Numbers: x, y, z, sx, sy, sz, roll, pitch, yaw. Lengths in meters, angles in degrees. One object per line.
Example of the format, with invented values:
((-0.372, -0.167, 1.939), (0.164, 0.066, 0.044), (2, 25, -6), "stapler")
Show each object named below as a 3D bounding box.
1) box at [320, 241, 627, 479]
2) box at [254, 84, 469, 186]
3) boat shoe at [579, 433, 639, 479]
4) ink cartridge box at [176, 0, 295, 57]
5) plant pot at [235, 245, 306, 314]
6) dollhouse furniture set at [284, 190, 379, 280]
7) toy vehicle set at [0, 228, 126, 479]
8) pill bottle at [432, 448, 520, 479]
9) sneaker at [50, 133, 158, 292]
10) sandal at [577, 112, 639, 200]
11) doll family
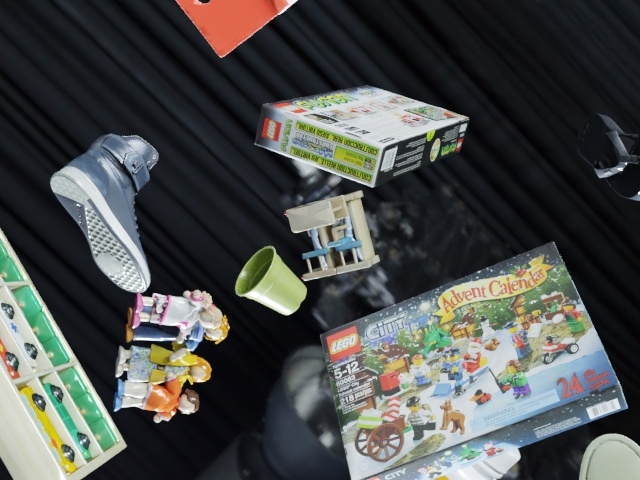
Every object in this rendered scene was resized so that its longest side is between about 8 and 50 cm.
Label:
((0.124, 0.112, 0.851), (0.233, 0.044, 0.159), (-23, -133, 10), "box")
((0.044, -0.098, 0.863), (0.207, 0.114, 0.036), (-25, 132, -59), "box")
((0.450, 0.434, 1.353), (0.127, 0.340, 0.113), (-25, 168, 13), "boat shoe")
((-0.066, -0.337, 1.023), (0.232, 0.189, 0.066), (-40, -170, -9), "ink cartridge box")
((-0.064, 0.064, 1.376), (0.083, 0.079, 0.083), (-40, -154, 25), "plant pot")
((0.000, 0.000, 1.633), (0.129, 0.129, 0.183), (-13, -176, 20), "dollhouse furniture set")
((-0.264, 0.081, 0.814), (0.035, 0.267, 0.166), (-31, 178, 2), "toy vehicle set")
((0.107, 0.270, 1.038), (0.215, 0.117, 0.117), (-45, -168, 10), "pill bottle")
((-0.282, -0.049, 1.441), (0.086, 0.226, 0.163), (-3, -145, 32), "sneaker")
((0.441, -0.128, 1.472), (0.254, 0.054, 0.097), (-120, -136, -68), "sandal")
((-0.235, 0.165, 1.571), (0.118, 0.163, 0.263), (-113, -144, -57), "doll family")
